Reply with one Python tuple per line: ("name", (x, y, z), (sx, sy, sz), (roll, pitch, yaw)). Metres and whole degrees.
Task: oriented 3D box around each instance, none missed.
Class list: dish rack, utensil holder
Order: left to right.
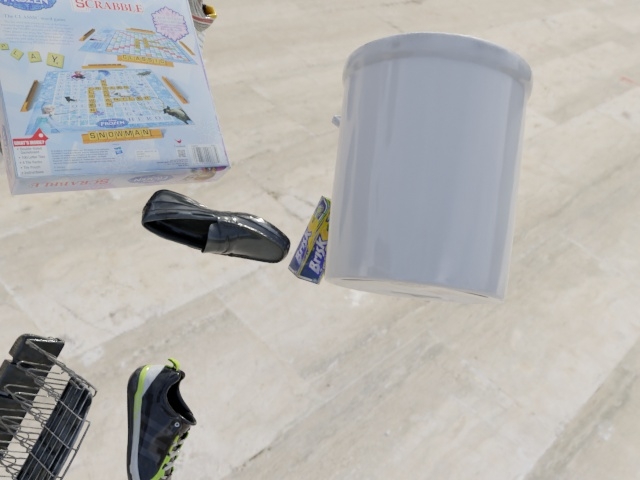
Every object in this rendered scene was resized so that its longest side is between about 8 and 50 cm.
("dish rack", (-0.397, 0.255, 0.933), (0.271, 0.208, 0.074), (17, -12, 44))
("utensil holder", (0.175, -0.102, 1.138), (0.327, 0.327, 0.386), (10, 81, -10))

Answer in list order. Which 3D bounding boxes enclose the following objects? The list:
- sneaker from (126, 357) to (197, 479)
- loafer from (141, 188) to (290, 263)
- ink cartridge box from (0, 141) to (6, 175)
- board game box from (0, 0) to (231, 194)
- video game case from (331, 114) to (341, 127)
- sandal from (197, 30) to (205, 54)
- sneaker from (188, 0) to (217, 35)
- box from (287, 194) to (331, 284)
("sneaker", (-0.241, 0.302, 1.036), (0.097, 0.235, 0.084), (-6, -2, 10))
("loafer", (-0.154, -0.007, 0.988), (0.223, 0.076, 0.078), (18, 37, -8))
("ink cartridge box", (-0.727, -0.308, 1.507), (0.223, 0.307, 0.129), (51, 23, -11))
("board game box", (-0.323, -0.235, 1.011), (0.318, 0.066, 0.318), (-7, 76, -35))
("video game case", (0.145, -0.226, 1.471), (0.190, 0.022, 0.173), (-9, 41, -44))
("sandal", (-0.364, -0.491, 1.612), (0.169, 0.102, 0.416), (46, 29, -25))
("sneaker", (-0.291, -0.516, 1.366), (0.092, 0.225, 0.088), (-28, 60, 9))
("box", (0.000, 0.000, 1.352), (0.059, 0.169, 0.054), (20, 10, -32))
